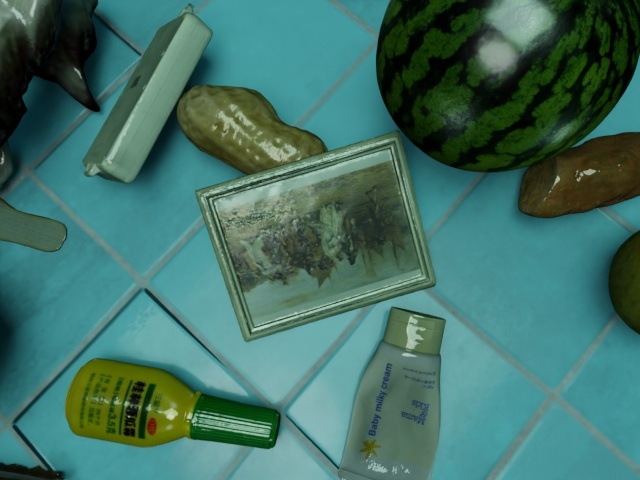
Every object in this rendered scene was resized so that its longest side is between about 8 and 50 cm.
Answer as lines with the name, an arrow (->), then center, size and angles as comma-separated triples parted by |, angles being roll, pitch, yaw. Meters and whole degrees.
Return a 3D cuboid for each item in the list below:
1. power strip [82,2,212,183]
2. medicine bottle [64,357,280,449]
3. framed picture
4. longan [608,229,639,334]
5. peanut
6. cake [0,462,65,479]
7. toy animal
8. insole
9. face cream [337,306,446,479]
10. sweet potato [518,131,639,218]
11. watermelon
power strip -> -0.240, -0.198, 0.662 | 0.117, 0.046, 0.271 | 12, 74, 50
medicine bottle -> -0.179, 0.212, 0.591 | 0.260, 0.064, 0.095 | 9, 78, 3
framed picture -> 0.000, 0.000, 0.612 | 0.274, 0.017, 0.217 | -18, 101, -1
longan -> 0.418, 0.042, 0.550 | 0.144, 0.176, 0.155 | 3, 62, 18
peanut -> -0.090, -0.142, 0.646 | 0.225, 0.095, 0.108 | 30, 92, 7
cake -> -0.458, 0.314, 0.557 | 0.294, 0.116, 0.113 | -6, 81, 4
toy animal -> -0.413, -0.238, 0.629 | 0.194, 0.303, 0.345 | 23, 55, 2
insole -> -0.450, -0.027, 0.684 | 0.188, 0.004, 0.064 | 17, 80, 6
face cream -> 0.099, 0.199, 0.589 | 0.114, 0.070, 0.224 | 13, 87, 5
sweet potato -> 0.376, -0.093, 0.617 | 0.251, 0.097, 0.097 | -17, 78, 0
watermelon -> 0.208, -0.219, 0.559 | 0.284, 0.285, 0.286 | -1, 78, 2
